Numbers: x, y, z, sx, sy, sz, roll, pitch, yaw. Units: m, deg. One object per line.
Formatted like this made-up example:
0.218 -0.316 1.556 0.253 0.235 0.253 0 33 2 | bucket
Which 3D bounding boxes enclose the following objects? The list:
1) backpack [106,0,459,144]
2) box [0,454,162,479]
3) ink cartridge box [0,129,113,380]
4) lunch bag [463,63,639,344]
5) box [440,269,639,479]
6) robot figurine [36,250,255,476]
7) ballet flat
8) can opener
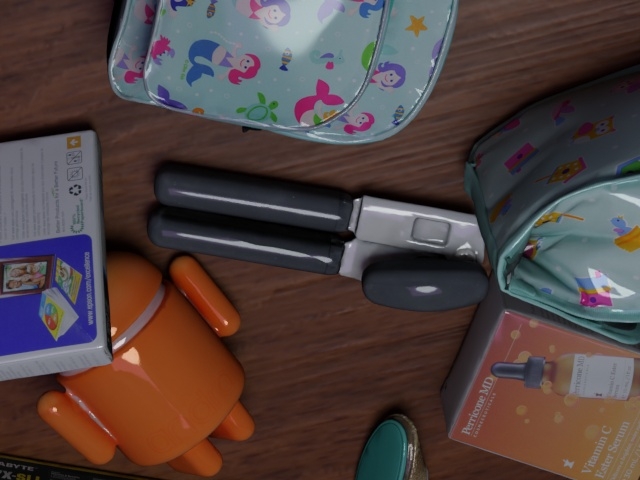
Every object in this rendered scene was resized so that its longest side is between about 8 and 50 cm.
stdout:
-0.021 -0.186 1.506 0.253 0.191 0.225 12 110 -12 | backpack
-0.182 0.335 1.760 0.322 0.079 0.257 10 110 -6 | box
-0.273 0.017 1.573 0.208 0.206 0.045 -7 150 1 | ink cartridge box
0.248 -0.036 1.544 0.262 0.223 0.160 -12 117 4 | lunch bag
0.205 0.121 1.678 0.170 0.091 0.130 18 110 -9 | box
-0.149 0.097 1.641 0.158 0.128 0.219 -34 110 14 | robot figurine
0.060 0.243 1.745 0.067 0.073 0.206 4 117 -33 | ballet flat
0.000 0.000 1.621 0.283 0.095 0.076 9 110 -6 | can opener
